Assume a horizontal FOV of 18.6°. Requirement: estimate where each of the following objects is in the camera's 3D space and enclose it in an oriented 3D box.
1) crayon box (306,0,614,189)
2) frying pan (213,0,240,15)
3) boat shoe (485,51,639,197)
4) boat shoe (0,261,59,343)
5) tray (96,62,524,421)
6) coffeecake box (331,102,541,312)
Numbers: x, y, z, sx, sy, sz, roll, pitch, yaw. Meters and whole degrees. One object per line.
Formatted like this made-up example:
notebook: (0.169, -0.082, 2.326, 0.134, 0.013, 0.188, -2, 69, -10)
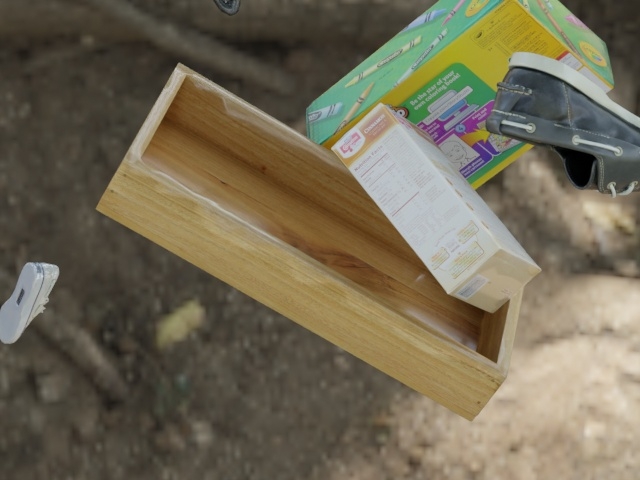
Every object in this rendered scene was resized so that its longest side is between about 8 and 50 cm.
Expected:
crayon box: (0.140, -0.147, 2.009, 0.278, 0.165, 0.081, -37, 34, 26)
frying pan: (-0.156, -0.354, 1.635, 0.197, 0.326, 0.053, 4, 12, -2)
boat shoe: (0.238, -0.071, 1.639, 0.233, 0.079, 0.084, 29, -14, -25)
boat shoe: (-0.274, 0.059, 1.846, 0.035, 0.100, 0.035, -1, 42, -39)
tray: (0.000, 0.000, 1.905, 0.411, 0.076, 0.203, 31, 32, -7)
coffeecake box: (0.111, -0.029, 1.849, 0.068, 0.142, 0.185, -42, 68, 11)
